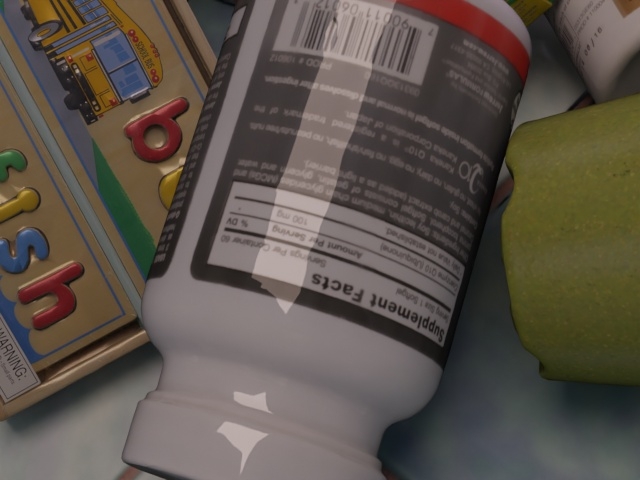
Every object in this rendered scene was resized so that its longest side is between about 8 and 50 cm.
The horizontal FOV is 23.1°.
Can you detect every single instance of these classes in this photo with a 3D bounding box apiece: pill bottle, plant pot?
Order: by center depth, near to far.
[{"bbox_3d":[0.262,-0.003,1.036,0.253,0.276,0.276,-7,55,22],"label":"plant pot"},{"bbox_3d":[0.000,0.000,1.060,0.210,0.210,0.363,13,78,19],"label":"pill bottle"},{"bbox_3d":[0.232,-0.213,1.234,0.131,0.131,0.229,-21,55,-2],"label":"pill bottle"}]

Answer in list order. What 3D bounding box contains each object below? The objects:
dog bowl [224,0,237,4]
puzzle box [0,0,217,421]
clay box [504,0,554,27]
[{"bbox_3d":[-0.027,-0.336,1.387,0.264,0.104,0.265,-6,56,8],"label":"dog bowl"},{"bbox_3d":[-0.212,-0.107,1.151,0.272,0.052,0.409,-29,98,-8],"label":"puzzle box"},{"bbox_3d":[0.085,-0.183,1.232,0.222,0.053,0.127,-42,52,22],"label":"clay box"}]
